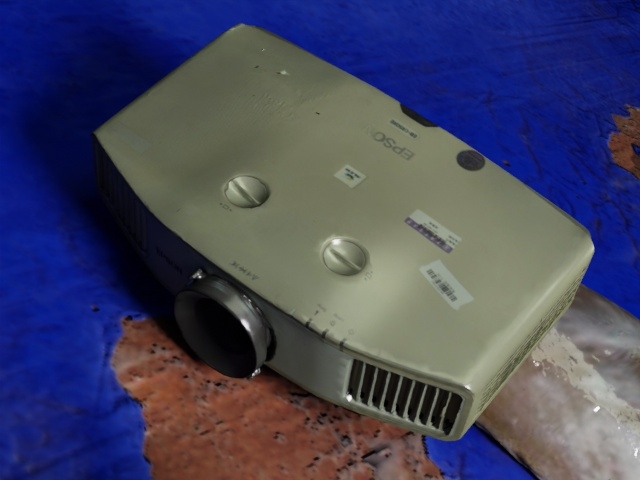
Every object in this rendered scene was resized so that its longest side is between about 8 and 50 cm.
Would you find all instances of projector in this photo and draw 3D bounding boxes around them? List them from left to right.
[{"bbox_3d":[0.000,0.000,0.755,0.269,0.088,0.193,34,54,18],"label":"projector"}]

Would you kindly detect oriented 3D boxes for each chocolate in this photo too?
[{"bbox_3d":[0.176,0.088,0.838,0.254,0.080,0.157,37,34,5],"label":"chocolate"}]
